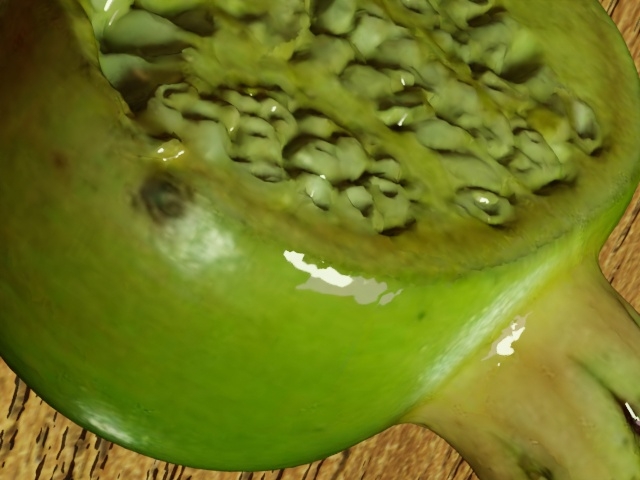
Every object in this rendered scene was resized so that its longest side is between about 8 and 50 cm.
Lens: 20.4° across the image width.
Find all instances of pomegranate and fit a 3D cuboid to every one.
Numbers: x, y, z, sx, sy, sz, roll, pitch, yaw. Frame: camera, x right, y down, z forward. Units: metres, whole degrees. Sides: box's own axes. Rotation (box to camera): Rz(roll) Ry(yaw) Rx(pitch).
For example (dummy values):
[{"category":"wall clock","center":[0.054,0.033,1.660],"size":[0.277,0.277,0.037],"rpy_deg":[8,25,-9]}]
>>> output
[{"category":"pomegranate","center":[0.000,0.000,0.741],"size":[0.216,0.358,0.310],"rpy_deg":[-45,173,39]}]
